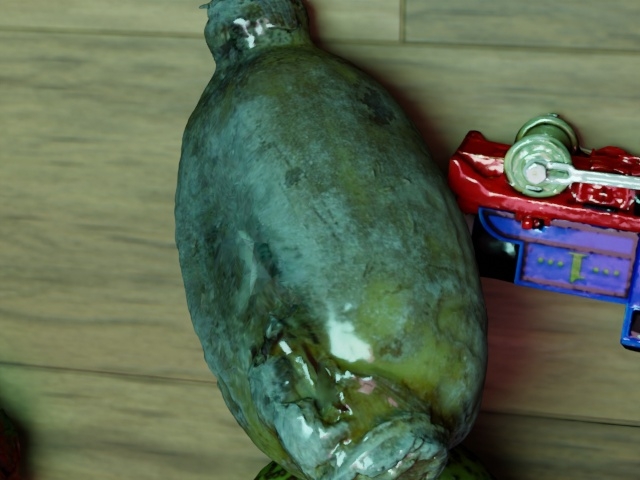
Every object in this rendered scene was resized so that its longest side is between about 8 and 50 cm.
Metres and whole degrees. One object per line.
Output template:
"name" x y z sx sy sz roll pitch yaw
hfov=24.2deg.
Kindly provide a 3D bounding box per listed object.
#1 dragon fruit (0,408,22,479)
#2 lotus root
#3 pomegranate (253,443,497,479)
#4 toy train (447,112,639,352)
"dragon fruit" -0.307 0.161 1.054 0.189 0.182 0.182 -5 105 -3
"lotus root" 0.001 0.001 0.902 0.175 0.175 0.349 -26 59 20
"pomegranate" 0.044 0.256 0.944 0.204 0.222 0.276 -35 59 36
"toy train" 0.180 -0.002 0.927 0.204 0.083 0.131 11 110 12
